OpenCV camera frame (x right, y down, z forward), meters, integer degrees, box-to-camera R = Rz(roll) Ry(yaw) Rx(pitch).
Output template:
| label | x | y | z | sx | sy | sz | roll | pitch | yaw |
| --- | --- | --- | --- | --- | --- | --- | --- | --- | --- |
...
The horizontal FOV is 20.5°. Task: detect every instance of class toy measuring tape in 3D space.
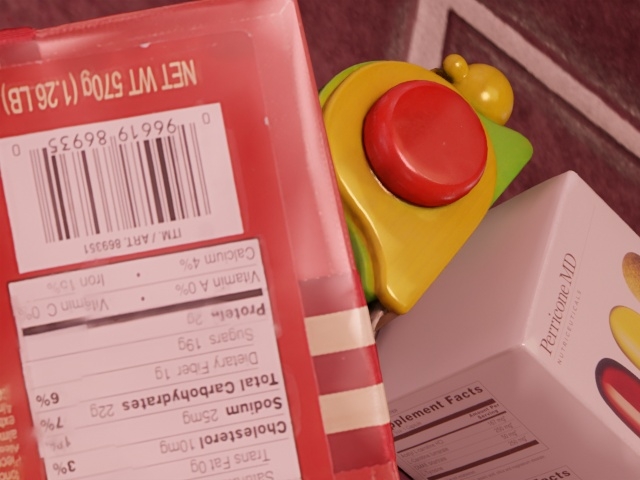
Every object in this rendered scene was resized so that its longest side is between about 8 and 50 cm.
| label | x | y | z | sx | sy | sz | roll | pitch | yaw |
| --- | --- | --- | --- | --- | --- | --- | --- | --- | --- |
| toy measuring tape | 0.000 | 0.000 | 0.926 | 0.121 | 0.121 | 0.330 | 50 | 55 | -13 |

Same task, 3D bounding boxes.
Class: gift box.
| label | x | y | z | sx | sy | sz | roll | pitch | yaw |
| --- | --- | --- | --- | --- | --- | --- | --- | --- | --- |
| gift box | -0.102 | 0.038 | 0.612 | 0.255 | 0.258 | 0.276 | -6 | 87 | -10 |

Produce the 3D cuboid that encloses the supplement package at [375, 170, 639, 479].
| label | x | y | z | sx | sy | sz | roll | pitch | yaw |
| --- | --- | --- | --- | --- | --- | --- | --- | --- | --- |
| supplement package | 0.156 | 0.104 | 0.996 | 0.244 | 0.134 | 0.139 | 42 | 45 | -22 |
